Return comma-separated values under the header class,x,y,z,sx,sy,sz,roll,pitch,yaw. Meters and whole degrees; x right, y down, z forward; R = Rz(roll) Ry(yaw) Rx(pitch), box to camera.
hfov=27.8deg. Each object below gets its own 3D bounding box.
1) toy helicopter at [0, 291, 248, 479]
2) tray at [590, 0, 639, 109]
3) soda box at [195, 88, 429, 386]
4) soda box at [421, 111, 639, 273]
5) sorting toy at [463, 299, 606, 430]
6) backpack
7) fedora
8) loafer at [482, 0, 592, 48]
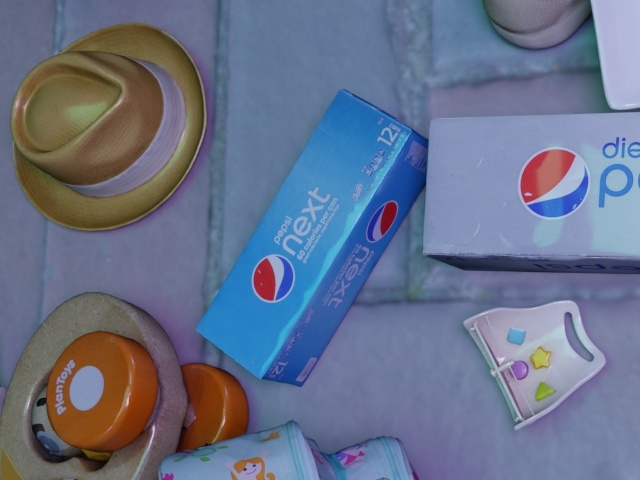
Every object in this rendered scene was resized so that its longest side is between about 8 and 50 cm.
class,x,y,z,sx,sy,sz,roll,pitch,yaw
toy helicopter,-0.227,0.205,0.983,0.235,0.140,0.355,22,88,37
tray,0.308,-0.169,0.822,0.270,0.030,0.145,-8,79,9
soda box,0.000,0.000,0.952,0.071,0.067,0.210,34,95,28
soda box,0.215,-0.029,0.839,0.286,0.091,0.098,0,81,26
sorting toy,0.151,0.078,0.880,0.075,0.045,0.083,-28,68,11
backpack,-0.012,0.225,0.812,0.191,0.253,0.225,-17,71,2
fedora,-0.190,-0.101,1.059,0.194,0.079,0.194,-5,78,24
loafer,0.200,-0.258,0.891,0.102,0.092,0.268,34,96,27
